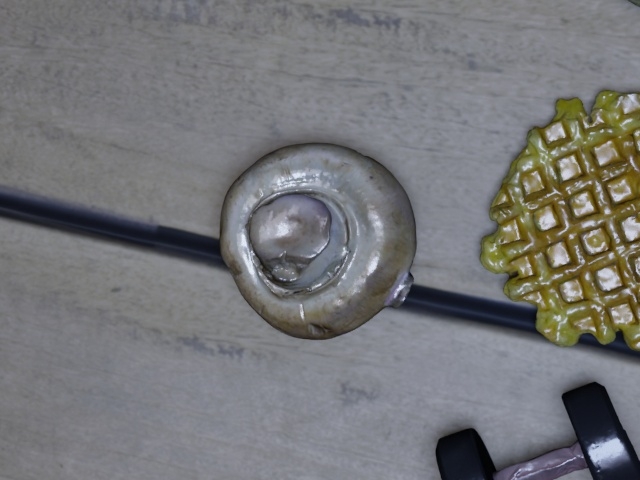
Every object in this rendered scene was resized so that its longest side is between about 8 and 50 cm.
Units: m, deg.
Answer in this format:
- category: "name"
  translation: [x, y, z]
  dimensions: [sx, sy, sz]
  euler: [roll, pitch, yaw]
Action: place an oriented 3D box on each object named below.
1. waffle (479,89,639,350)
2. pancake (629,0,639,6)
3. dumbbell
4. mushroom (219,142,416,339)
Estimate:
- category: "waffle"
  translation: [0.361, -0.018, 1.275]
  dimensions: [0.302, 0.068, 0.325]
  euler: [25, 97, 9]
- category: "pancake"
  translation: [0.433, -0.385, 1.267]
  dimensions: [0.222, 0.042, 0.236]
  euler: [15, 91, 15]
- category: "dumbbell"
  translation: [0.261, 0.272, 1.255]
  dimensions: [0.218, 0.152, 0.152]
  euler: [-23, 87, 10]
- category: "mushroom"
  translation: [0.000, 0.000, 1.287]
  dimensions: [0.255, 0.184, 0.254]
  euler: [-3, 76, 13]
